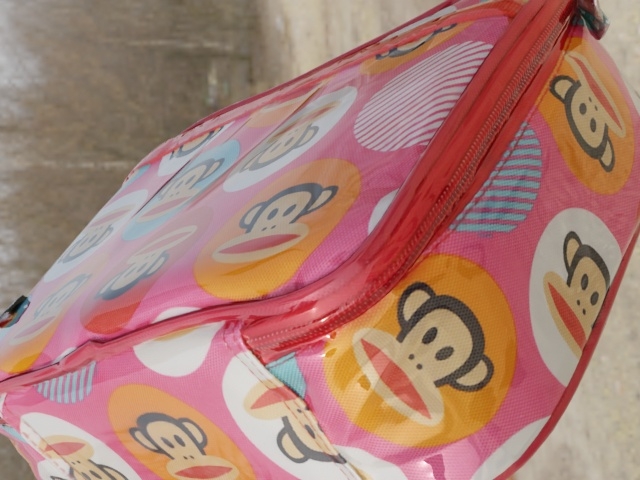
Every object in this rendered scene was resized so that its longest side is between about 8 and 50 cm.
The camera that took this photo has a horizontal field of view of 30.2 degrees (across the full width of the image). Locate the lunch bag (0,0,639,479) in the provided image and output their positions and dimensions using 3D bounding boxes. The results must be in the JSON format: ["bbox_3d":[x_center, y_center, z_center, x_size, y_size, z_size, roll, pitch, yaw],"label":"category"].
[{"bbox_3d":[0.000,0.000,0.521,0.120,0.293,0.258,52,-132,-19],"label":"lunch bag"}]
